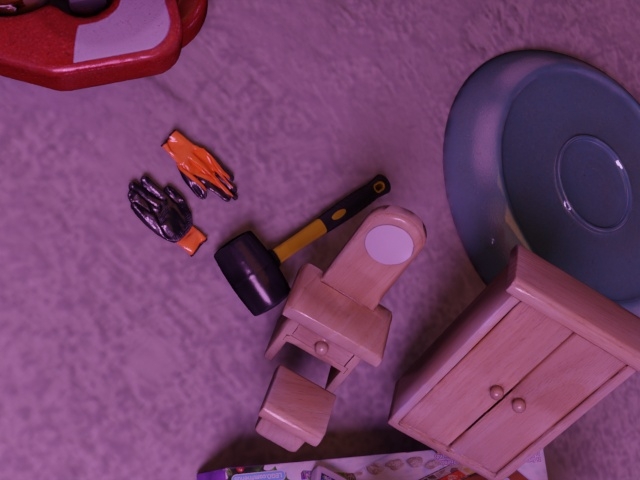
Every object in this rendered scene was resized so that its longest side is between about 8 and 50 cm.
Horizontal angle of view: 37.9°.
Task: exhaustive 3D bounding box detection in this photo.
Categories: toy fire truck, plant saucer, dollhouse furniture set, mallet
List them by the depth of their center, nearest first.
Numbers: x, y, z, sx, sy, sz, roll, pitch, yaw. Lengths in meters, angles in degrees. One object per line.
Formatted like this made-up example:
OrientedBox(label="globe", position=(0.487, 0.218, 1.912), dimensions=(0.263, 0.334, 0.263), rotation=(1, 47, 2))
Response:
OrientedBox(label="dollhouse furniture set", position=(0.090, 0.176, 0.551), dimensions=(0.303, 0.174, 0.355), rotation=(30, 37, -7))
OrientedBox(label="toy fire truck", position=(-0.217, -0.245, 0.653), dimensions=(0.254, 0.169, 0.302), rotation=(-12, 80, -9))
OrientedBox(label="mallet", position=(0.000, 0.000, 0.763), dimensions=(0.190, 0.039, 0.062), rotation=(-26, 88, -38))
OrientedBox(label="plant saucer", position=(0.262, -0.051, 0.930), dimensions=(0.317, 0.044, 0.317), rotation=(9, 71, -28))

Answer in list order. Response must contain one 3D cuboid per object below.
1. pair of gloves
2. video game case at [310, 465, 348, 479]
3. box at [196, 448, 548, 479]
OrientedBox(label="pair of gloves", position=(-0.106, -0.037, 0.723), dimensions=(0.074, 0.010, 0.083), rotation=(41, 61, -15))
OrientedBox(label="video game case", position=(0.024, 0.219, 0.620), dimensions=(0.087, 0.011, 0.122), rotation=(32, 36, -17))
OrientedBox(label="box", position=(0.057, 0.262, 0.697), dimensions=(0.293, 0.057, 0.201), rotation=(3, 72, -30))
